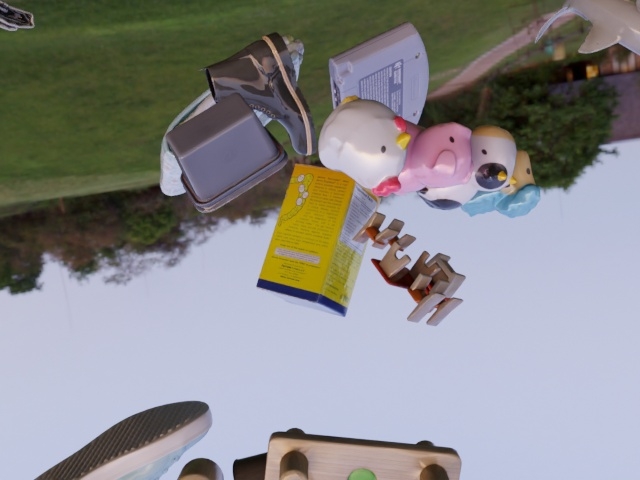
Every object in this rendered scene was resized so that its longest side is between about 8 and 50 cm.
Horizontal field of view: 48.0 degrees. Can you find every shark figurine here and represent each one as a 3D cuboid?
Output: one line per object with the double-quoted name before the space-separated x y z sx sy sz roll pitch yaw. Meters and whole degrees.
"shark figurine" 0.438 -0.340 1.144 0.116 0.166 0.278 -47 -136 2

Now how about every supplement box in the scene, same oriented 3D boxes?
"supplement box" 0.000 0.000 1.940 0.195 0.356 0.194 12 168 28

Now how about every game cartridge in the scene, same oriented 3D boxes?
"game cartridge" 0.120 -0.291 1.420 0.196 0.060 0.294 -24 152 -8

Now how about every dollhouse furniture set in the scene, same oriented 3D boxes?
"dollhouse furniture set" 0.213 0.089 1.671 0.259 0.135 0.262 16 -148 -47

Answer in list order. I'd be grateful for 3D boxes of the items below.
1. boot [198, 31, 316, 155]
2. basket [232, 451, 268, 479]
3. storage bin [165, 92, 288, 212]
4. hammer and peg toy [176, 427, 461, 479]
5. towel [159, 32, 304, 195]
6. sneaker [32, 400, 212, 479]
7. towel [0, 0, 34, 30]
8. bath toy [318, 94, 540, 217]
"boot" -0.096 -0.208 1.130 0.137 0.197 0.077 -26 -161 -14
"basket" -0.062 0.571 1.703 0.227 0.204 0.154 -25 180 9
"storage bin" -0.124 -0.119 0.895 0.135 0.091 0.098 -32 -129 -7
"hammer and peg toy" -0.009 0.383 0.952 0.362 0.265 0.127 5 -170 -2
"towel" -0.197 -0.259 1.562 0.374 0.090 0.320 -44 179 -17
"sneaker" -0.336 0.411 1.227 0.366 0.150 0.135 -28 -158 -15
"towel" -0.669 -0.414 1.163 0.312 0.056 0.324 15 -173 -46
"bath toy" 0.153 -0.098 0.936 0.348 0.129 0.151 8 132 -45
